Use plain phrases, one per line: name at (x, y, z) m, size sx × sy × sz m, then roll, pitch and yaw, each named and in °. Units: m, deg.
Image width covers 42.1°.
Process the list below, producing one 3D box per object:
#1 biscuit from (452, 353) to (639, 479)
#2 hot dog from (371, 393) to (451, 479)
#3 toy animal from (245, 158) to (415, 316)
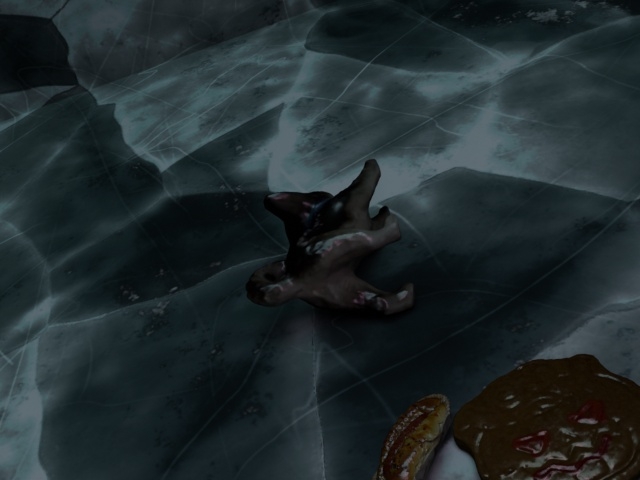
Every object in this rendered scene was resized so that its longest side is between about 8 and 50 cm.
biscuit at (0.343, 0.270, 1.204) m, size 0.272 × 0.049 × 0.257 m, roll -25°, pitch 36°, yaw -9°
hot dog at (0.138, 0.304, 1.237) m, size 0.099 × 0.053 × 0.192 m, roll -10°, pitch 36°, yaw 49°
toy animal at (0.000, 0.000, 1.593) m, size 0.302 × 0.194 × 0.344 m, roll -13°, pitch 31°, yaw 1°
